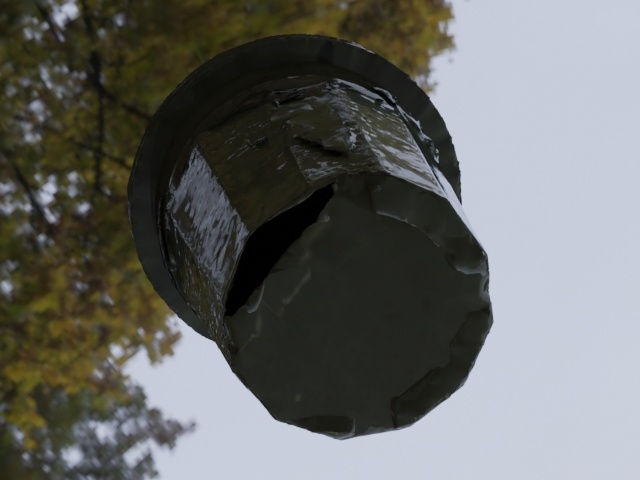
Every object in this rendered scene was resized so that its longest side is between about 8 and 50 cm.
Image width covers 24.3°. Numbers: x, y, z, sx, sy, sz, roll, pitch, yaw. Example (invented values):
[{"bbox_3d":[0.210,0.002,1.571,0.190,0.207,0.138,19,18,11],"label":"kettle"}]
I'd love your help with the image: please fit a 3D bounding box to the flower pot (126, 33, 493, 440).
[{"bbox_3d":[0.000,0.000,0.839,0.212,0.212,0.202,-26,-162,-1],"label":"flower pot"}]
